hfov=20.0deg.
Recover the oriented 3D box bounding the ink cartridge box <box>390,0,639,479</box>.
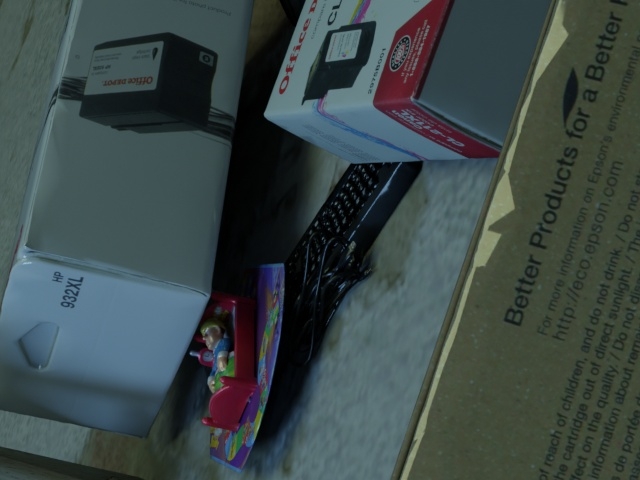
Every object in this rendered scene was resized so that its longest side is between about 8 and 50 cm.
[{"bbox_3d":[0.142,0.032,0.556,0.088,0.193,0.234,21,-93,-68],"label":"ink cartridge box"}]

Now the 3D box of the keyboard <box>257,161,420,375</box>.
[{"bbox_3d":[0.000,0.000,1.116,0.192,0.038,0.100,-58,26,32],"label":"keyboard"}]

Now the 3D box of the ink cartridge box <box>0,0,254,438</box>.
[{"bbox_3d":[-0.139,-0.048,1.281,0.223,0.129,0.307,118,163,-55],"label":"ink cartridge box"}]

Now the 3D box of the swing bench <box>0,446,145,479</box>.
[{"bbox_3d":[-0.243,0.260,1.189,0.165,0.255,0.253,6,78,68],"label":"swing bench"}]

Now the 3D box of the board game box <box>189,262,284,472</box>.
[{"bbox_3d":[-0.063,0.077,1.167,0.169,0.033,0.133,175,107,-76],"label":"board game box"}]

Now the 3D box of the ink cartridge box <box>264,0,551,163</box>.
[{"bbox_3d":[0.053,-0.114,1.004,0.175,0.072,0.127,1,69,62],"label":"ink cartridge box"}]

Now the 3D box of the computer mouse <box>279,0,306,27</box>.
[{"bbox_3d":[0.018,-0.289,1.268,0.262,0.060,0.184,-54,29,35],"label":"computer mouse"}]
